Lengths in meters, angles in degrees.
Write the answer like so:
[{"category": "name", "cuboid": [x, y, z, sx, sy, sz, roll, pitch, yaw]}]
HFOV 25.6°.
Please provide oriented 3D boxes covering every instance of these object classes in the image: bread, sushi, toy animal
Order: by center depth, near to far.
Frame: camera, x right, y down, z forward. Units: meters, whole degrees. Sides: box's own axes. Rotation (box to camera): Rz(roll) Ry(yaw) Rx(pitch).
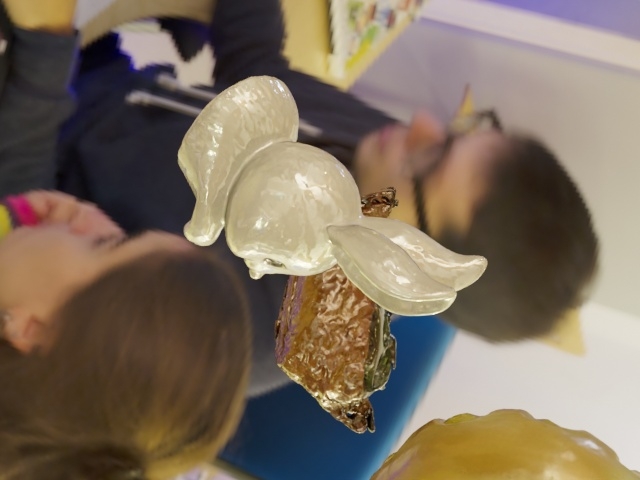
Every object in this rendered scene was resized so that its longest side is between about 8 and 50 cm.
[{"category": "toy animal", "cuboid": [-0.001, -0.001, 1.000, 0.131, 0.221, 0.104, -50, 160, 13]}, {"category": "bread", "cuboid": [0.181, 0.280, 1.209, 0.160, 0.333, 0.333, -57, 153, -47]}, {"category": "sushi", "cuboid": [0.026, 0.082, 1.649, 0.149, 0.140, 0.287, 122, -20, -59]}]
